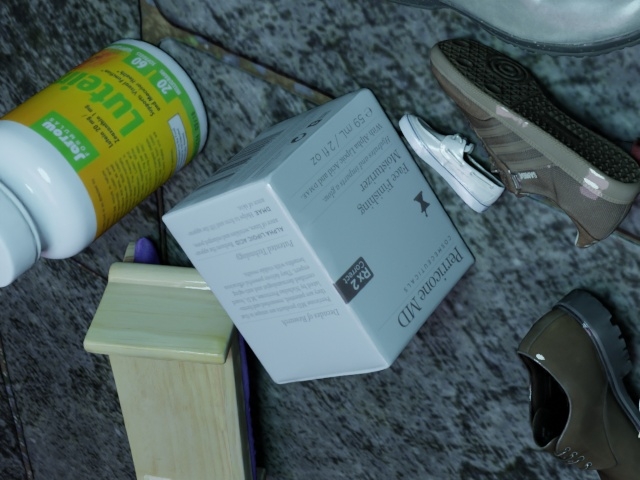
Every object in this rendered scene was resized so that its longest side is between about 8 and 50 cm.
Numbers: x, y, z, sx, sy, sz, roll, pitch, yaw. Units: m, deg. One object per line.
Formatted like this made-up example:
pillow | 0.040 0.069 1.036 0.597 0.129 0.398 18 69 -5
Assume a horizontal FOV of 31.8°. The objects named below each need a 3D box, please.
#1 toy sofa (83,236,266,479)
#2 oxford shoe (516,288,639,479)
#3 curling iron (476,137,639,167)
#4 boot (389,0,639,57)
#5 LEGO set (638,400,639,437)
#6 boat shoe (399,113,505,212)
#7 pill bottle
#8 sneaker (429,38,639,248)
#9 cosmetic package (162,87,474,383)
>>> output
toy sofa | -0.147 0.175 1.284 0.150 0.177 0.362 6 132 8
oxford shoe | 0.217 0.157 0.928 0.227 0.096 0.083 62 163 -19
curling iron | 0.224 -0.066 0.781 0.274 0.035 0.068 4 106 47
boot | 0.091 -0.197 0.684 0.246 0.083 0.161 19 167 32
LEGO set | 0.373 0.128 0.797 0.287 0.107 0.132 15 168 28
boat shoe | 0.106 -0.068 0.892 0.100 0.035 0.035 47 116 3
pill bottle | -0.228 -0.069 1.022 0.136 0.246 0.136 25 139 24
sneaker | 0.138 -0.069 0.797 0.188 0.066 0.071 46 133 28
cosmetic package | 0.000 0.000 0.952 0.151 0.151 0.184 -16 113 49
